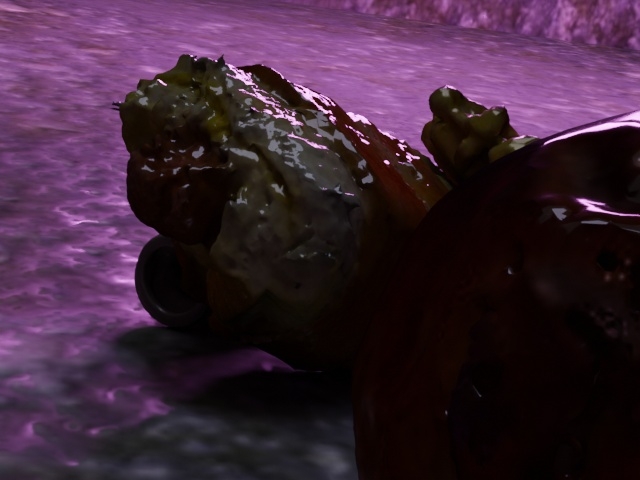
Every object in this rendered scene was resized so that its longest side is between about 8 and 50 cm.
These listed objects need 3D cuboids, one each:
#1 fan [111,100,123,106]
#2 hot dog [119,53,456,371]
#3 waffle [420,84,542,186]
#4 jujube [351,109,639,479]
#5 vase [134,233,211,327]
[{"bbox_3d":[-0.093,-0.088,1.422,0.175,0.005,0.113,16,14,35],"label":"fan"},{"bbox_3d":[0.000,0.000,0.795,0.213,0.103,0.146,27,17,-46],"label":"hot dog"},{"bbox_3d":[0.117,0.000,0.864,0.191,0.038,0.191,41,-3,3],"label":"waffle"},{"bbox_3d":[0.114,0.053,0.492,0.183,0.183,0.243,16,4,32],"label":"jujube"},{"bbox_3d":[-0.041,0.010,0.866,0.053,0.053,0.100,14,17,27],"label":"vase"}]
